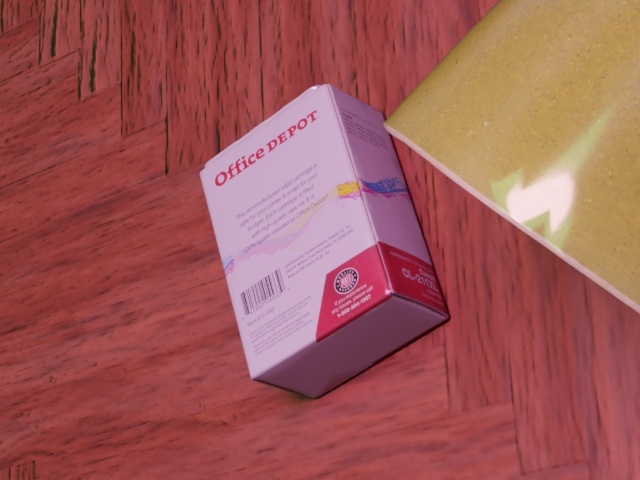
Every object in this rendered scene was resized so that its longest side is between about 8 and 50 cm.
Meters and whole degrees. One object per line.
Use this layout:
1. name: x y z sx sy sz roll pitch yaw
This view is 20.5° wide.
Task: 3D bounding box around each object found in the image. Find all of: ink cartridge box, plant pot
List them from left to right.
1. ink cartridge box: 0.000 0.000 1.230 0.127 0.072 0.175 -33 56 28
2. plant pot: 0.228 -0.102 0.952 0.275 0.275 0.293 39 96 42
